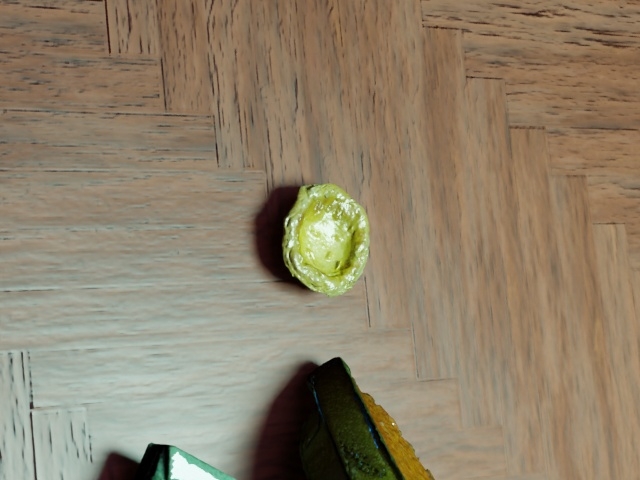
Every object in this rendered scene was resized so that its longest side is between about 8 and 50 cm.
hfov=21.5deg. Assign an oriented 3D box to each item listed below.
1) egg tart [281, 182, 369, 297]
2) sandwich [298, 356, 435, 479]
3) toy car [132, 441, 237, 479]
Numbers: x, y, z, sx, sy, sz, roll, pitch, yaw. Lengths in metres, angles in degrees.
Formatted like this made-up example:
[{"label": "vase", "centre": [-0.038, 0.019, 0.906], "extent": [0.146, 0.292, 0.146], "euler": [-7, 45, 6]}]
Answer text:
[{"label": "egg tart", "centre": [0.000, 0.000, 1.530], "extent": [0.105, 0.039, 0.105], "euler": [7, 78, -34]}, {"label": "sandwich", "centre": [0.044, 0.210, 1.468], "extent": [0.235, 0.079, 0.159], "euler": [58, 8, 22]}, {"label": "toy car", "centre": [-0.035, 0.300, 1.416], "extent": [0.320, 0.097, 0.141], "euler": [33, 65, -26]}]
